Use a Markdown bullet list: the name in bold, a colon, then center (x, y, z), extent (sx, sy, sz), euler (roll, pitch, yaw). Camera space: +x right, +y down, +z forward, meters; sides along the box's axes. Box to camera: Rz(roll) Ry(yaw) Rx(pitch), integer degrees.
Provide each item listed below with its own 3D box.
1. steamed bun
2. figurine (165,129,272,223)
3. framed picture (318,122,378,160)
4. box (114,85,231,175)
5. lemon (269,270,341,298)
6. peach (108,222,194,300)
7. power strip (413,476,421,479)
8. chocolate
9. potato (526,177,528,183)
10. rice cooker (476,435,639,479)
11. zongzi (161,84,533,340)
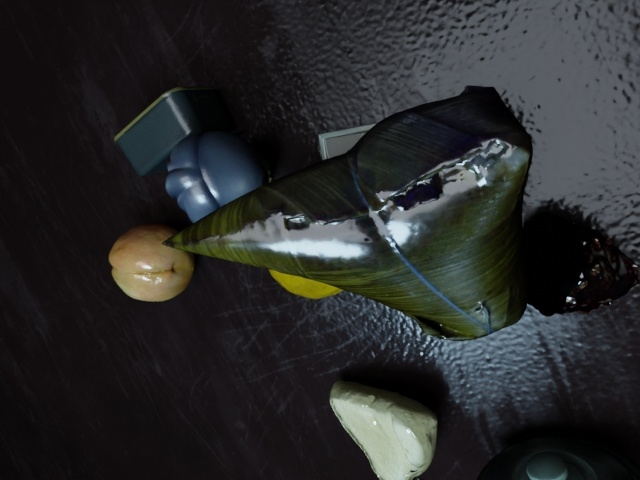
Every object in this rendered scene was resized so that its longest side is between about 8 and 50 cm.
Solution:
- **steamed bun**: center (0.149, 0.361, 0.823), extent (0.212, 0.110, 0.231), euler (-27, 96, 52)
- **figurine**: center (-0.190, -0.106, 0.787), extent (0.197, 0.265, 0.175), euler (-37, 102, 2)
- **framed picture**: center (0.090, -0.134, 0.763), extent (0.183, 0.011, 0.141), euler (-4, 103, 27)
- **box**: center (-0.287, -0.212, 0.844), extent (0.201, 0.144, 0.090), euler (-25, 96, 28)
- **lemon**: center (0.000, 0.000, 0.739), extent (0.188, 0.188, 0.256), euler (43, 126, 8)
- **peach**: center (-0.367, 0.049, 0.945), extent (0.184, 0.184, 0.184), euler (7, 108, 23)
- **power strip**: center (0.193, 0.565, 0.915), extent (0.051, 0.019, 0.136), euler (31, 116, 13)
- **chocolate**: center (0.388, 0.044, 0.626), extent (0.133, 0.156, 0.156), euler (7, 111, -8)
- **potato**: center (0.249, -0.129, 0.648), extent (0.107, 0.080, 0.170), euler (-29, 101, 19)
- **rice cooker**: center (0.393, 0.464, 0.659), extent (0.317, 0.264, 0.316), euler (-1, 95, -14)
- **zongzi**: center (0.069, 0.039, 0.606), extent (0.432, 0.207, 0.403), euler (-20, 135, 11)
